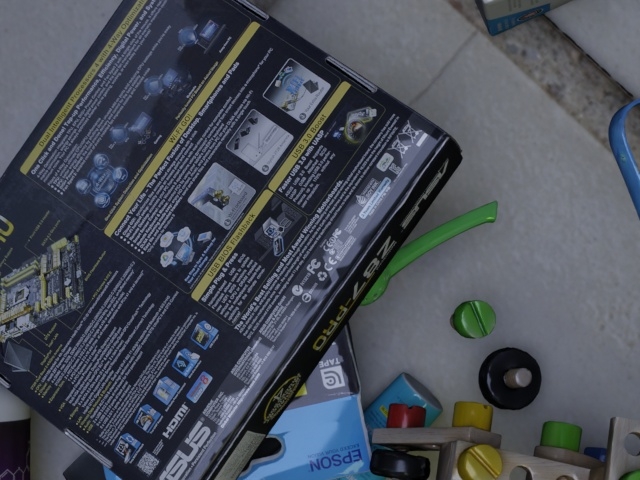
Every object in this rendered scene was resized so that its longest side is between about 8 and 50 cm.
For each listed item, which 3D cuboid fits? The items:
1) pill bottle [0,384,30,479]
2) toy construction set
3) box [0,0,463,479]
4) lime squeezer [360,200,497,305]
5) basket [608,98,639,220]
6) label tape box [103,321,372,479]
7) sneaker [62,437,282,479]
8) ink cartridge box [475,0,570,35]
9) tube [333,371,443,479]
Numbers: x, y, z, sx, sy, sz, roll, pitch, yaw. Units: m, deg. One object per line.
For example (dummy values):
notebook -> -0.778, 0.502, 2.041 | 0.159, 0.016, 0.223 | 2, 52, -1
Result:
pill bottle -> -0.363, 0.239, 1.696 | 0.181, 0.181, 0.323 | 0, 89, 7
toy construction set -> 0.165, 0.241, 1.555 | 0.257, 0.237, 0.309 | 39, 76, -10
box -> -0.118, -0.006, 1.559 | 0.318, 0.097, 0.395 | 34, 90, 16
lime squeezer -> 0.000, 0.000, 1.613 | 0.310, 0.059, 0.110 | 7, 87, 0
basket -> 0.408, -0.023, 1.576 | 0.289, 0.201, 0.255 | -13, 86, -24
label tape box -> -0.104, 0.066, 1.695 | 0.249, 0.115, 0.348 | -13, 89, 1
sneaker -> -0.135, 0.212, 1.717 | 0.222, 0.083, 0.118 | -31, 78, 2
ink cartridge box -> 0.235, -0.338, 1.624 | 0.270, 0.198, 0.197 | -23, 85, 5
tube -> 0.029, 0.217, 1.717 | 0.080, 0.052, 0.207 | 44, 100, 17
